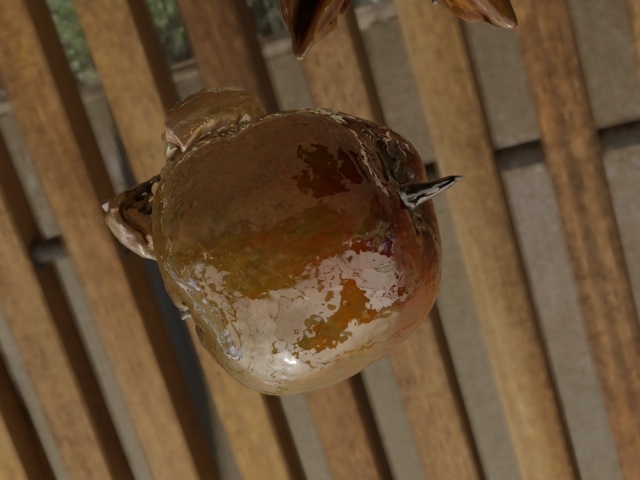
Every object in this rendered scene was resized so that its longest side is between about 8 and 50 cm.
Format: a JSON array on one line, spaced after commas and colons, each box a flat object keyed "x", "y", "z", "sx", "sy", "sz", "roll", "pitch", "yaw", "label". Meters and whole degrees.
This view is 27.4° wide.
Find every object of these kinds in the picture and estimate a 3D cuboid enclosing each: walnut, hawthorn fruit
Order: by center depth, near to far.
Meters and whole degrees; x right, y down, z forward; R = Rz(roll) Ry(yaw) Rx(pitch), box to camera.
[{"x": 0.000, "y": 0.000, "z": 1.253, "sx": 0.301, "sy": 0.267, "sz": 0.267, "roll": -23, "pitch": -162, "yaw": 8, "label": "hawthorn fruit"}, {"x": -0.132, "y": -0.068, "z": 1.605, "sx": 0.204, "sy": 0.141, "sz": 0.238, "roll": -13, "pitch": 148, "yaw": -51, "label": "walnut"}]

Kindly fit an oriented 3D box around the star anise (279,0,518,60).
[{"x": 0.021, "y": -0.174, "z": 0.582, "sx": 0.196, "sy": 0.111, "sz": 0.212, "roll": 25, "pitch": -112, "yaw": 23, "label": "star anise"}]

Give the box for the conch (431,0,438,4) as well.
[{"x": 0.032, "y": -0.306, "z": 0.957, "sx": 0.186, "sy": 0.313, "sz": 0.240, "roll": 23, "pitch": -114, "yaw": 20, "label": "conch"}]
